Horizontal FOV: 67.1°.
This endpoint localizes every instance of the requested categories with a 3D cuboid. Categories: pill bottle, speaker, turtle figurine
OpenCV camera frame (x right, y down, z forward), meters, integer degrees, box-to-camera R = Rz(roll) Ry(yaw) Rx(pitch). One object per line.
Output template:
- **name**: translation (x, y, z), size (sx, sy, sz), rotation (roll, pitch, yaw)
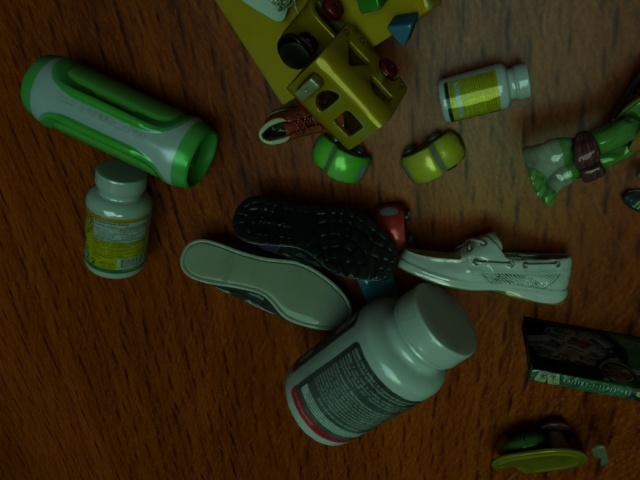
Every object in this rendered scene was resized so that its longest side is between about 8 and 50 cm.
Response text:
- **pill bottle**: translation (0.227, -0.209, 0.674), size (0.117, 0.065, 0.065), rotation (-10, 115, 21)
- **pill bottle**: translation (0.096, 0.207, 0.813), size (0.176, 0.176, 0.318), rotation (40, 125, -8)
- **speaker**: translation (-0.330, -0.197, 0.806), size (0.297, 0.131, 0.131), rotation (25, 122, 2)
- **pill bottle**: translation (-0.382, -0.040, 0.913), size (0.118, 0.117, 0.208), rotation (22, 122, 4)
- **turtle figurine**: translation (0.419, -0.089, 0.607), size (0.267, 0.198, 0.274), rotation (-20, 105, 31)

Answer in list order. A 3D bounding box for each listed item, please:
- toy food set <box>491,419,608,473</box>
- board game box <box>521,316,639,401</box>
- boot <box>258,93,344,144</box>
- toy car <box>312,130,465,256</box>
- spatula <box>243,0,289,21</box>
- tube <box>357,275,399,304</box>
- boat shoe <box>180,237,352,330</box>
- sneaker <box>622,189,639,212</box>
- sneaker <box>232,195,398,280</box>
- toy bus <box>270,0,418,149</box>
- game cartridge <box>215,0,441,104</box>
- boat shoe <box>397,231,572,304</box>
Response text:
- **toy food set**: translation (0.443, 0.404, 0.953), size (0.218, 0.071, 0.128), rotation (-22, 134, 27)
- **board game box**: translation (0.471, 0.198, 0.785), size (0.260, 0.136, 0.030), rotation (9, 118, 12)
- **boot**: translation (-0.020, -0.184, 0.750), size (0.158, 0.084, 0.059), rotation (-12, 112, 20)
- **toy car**: translation (0.084, -0.098, 0.778), size (0.225, 0.053, 0.238), rotation (27, 119, 2)
- **spatula**: translation (-0.116, -0.408, 0.599), size (0.242, 0.019, 0.168), rotation (38, 141, 6)
- **tube**: translation (0.114, 0.104, 0.891), size (0.080, 0.052, 0.206), rotation (-17, 108, 9)
- **boat shoe**: translation (-0.099, 0.078, 0.924), size (0.336, 0.095, 0.112), rotation (21, 86, 0)
- **sneaker**: translation (0.485, -0.047, 0.705), size (0.083, 0.035, 0.031), rotation (25, 121, 2)
- **sneaker**: translation (0.000, 0.000, 0.829), size (0.284, 0.124, 0.107), rotation (19, 79, 16)
- **toy bus**: translation (0.008, -0.211, 0.605), size (0.202, 0.104, 0.190), rotation (14, 142, 20)
- **game cartridge**: translation (-0.040, -0.375, 0.621), size (0.285, 0.052, 0.323), rotation (-16, 113, 46)
- **boat shoe**: translation (0.264, 0.031, 0.783), size (0.277, 0.098, 0.096), rotation (9, 102, -1)
